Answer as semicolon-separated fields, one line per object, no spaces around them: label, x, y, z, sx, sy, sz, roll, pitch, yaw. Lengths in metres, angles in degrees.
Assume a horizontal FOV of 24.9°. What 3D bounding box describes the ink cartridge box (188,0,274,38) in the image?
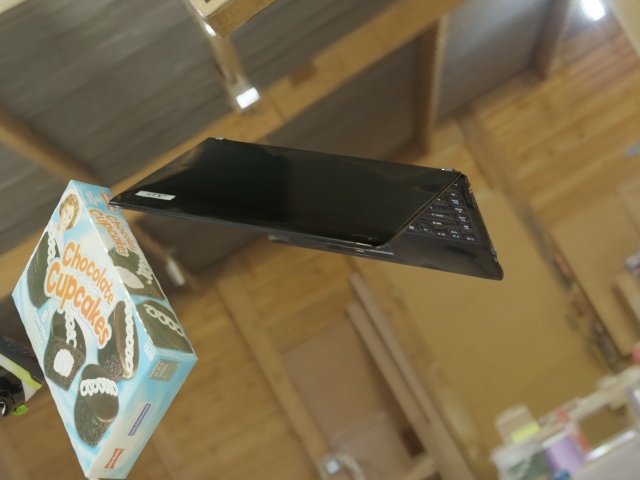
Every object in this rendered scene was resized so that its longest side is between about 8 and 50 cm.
ink cartridge box;-0.125;-0.298;1.373;0.088;0.193;0.234;-37;2;2

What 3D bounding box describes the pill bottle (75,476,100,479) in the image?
pill bottle;-0.348;0.367;1.728;0.208;0.119;0.119;-16;-12;-26

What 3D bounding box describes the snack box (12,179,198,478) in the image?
snack box;-0.260;0.098;1.692;0.060;0.322;0.187;13;-60;-37

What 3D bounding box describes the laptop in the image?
laptop;0.000;0.000;1.194;0.136;0.234;0.264;-68;-27;-24

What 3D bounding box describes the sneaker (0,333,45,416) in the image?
sneaker;-0.431;0.147;1.753;0.097;0.235;0.084;-54;37;-3
